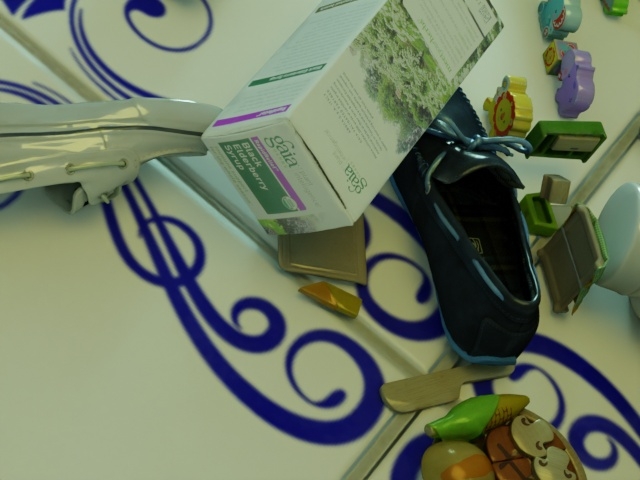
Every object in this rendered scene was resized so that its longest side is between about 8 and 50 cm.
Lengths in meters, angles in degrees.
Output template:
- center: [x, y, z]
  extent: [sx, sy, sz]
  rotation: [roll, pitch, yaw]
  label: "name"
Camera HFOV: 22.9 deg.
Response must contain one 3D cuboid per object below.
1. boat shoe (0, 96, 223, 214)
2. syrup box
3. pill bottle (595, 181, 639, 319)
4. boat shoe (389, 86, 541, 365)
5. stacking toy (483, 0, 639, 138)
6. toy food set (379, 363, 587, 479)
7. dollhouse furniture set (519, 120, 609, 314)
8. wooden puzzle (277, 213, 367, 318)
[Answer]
- center: [-0.171, -0.055, 1.087]
  extent: [0.226, 0.083, 0.076]
  rotation: [-3, 87, -27]
  label: "boat shoe"
- center: [0.027, -0.116, 1.144]
  extent: [0.237, 0.096, 0.093]
  rotation: [-52, 120, -33]
  label: "syrup box"
- center: [0.320, 0.027, 1.216]
  extent: [0.215, 0.117, 0.117]
  rotation: [18, 53, -12]
  label: "pill bottle"
- center: [0.121, -0.033, 1.182]
  extent: [0.109, 0.089, 0.258]
  rotation: [-5, 57, -25]
  label: "boat shoe"
- center: [0.209, -0.168, 1.339]
  extent: [0.167, 0.052, 0.221]
  rotation: [6, 56, -21]
  label: "stacking toy"
- center: [0.131, 0.164, 1.089]
  extent: [0.132, 0.038, 0.192]
  rotation: [-12, 64, -30]
  label: "toy food set"
- center: [0.202, -0.019, 1.221]
  extent: [0.058, 0.076, 0.152]
  rotation: [2, 57, -23]
  label: "dollhouse furniture set"
- center: [0.000, 0.000, 1.157]
  extent: [0.078, 0.014, 0.116]
  rotation: [19, 53, -18]
  label: "wooden puzzle"
